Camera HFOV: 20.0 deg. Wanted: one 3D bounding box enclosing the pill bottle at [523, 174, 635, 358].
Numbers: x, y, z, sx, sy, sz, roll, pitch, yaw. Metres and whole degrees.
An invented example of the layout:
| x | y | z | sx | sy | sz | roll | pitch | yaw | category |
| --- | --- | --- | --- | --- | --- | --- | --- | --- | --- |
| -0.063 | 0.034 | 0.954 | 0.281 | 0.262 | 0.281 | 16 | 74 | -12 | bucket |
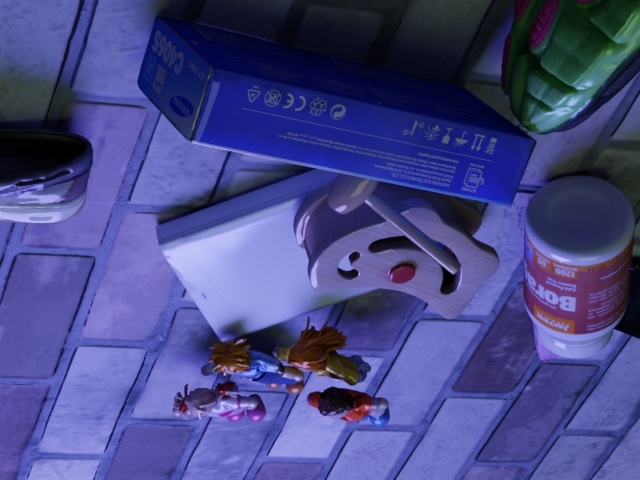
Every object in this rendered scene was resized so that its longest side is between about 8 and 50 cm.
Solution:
| x | y | z | sx | sy | sz | roll | pitch | yaw | category |
| --- | --- | --- | --- | --- | --- | --- | --- | --- | --- |
| 0.290 | 0.037 | 2.054 | 0.121 | 0.121 | 0.216 | -12 | 142 | -3 | pill bottle |

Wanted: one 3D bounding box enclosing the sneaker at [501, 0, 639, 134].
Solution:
| x | y | z | sx | sy | sz | roll | pitch | yaw | category |
| --- | --- | --- | --- | --- | --- | --- | --- | --- | --- |
| 0.355 | -0.247 | 1.671 | 0.202 | 0.185 | 0.483 | 24 | 130 | -33 | sneaker |

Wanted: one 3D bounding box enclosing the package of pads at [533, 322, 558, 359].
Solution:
| x | y | z | sx | sy | sz | roll | pitch | yaw | category |
| --- | --- | --- | --- | --- | --- | --- | --- | --- | --- |
| 0.286 | 0.109 | 2.216 | 0.050 | 0.032 | 0.083 | -14 | 142 | 2 | package of pads |

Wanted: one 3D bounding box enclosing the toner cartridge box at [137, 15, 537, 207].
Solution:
| x | y | z | sx | sy | sz | roll | pitch | yaw | category |
| --- | --- | --- | --- | --- | --- | --- | --- | --- | --- |
| 0.016 | -0.121 | 1.727 | 0.348 | 0.165 | 0.075 | 10 | 107 | -27 | toner cartridge box |

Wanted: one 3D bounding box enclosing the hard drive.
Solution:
| x | y | z | sx | sy | sz | roll | pitch | yaw | category |
| --- | --- | --- | --- | --- | --- | --- | --- | --- | --- |
| 0.000 | 0.000 | 1.986 | 0.308 | 0.040 | 0.203 | -19 | 142 | 7 | hard drive |

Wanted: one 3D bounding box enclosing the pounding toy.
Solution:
| x | y | z | sx | sy | sz | roll | pitch | yaw | category |
| --- | --- | --- | --- | --- | --- | --- | --- | --- | --- |
| 0.072 | 0.021 | 1.872 | 0.154 | 0.154 | 0.269 | -37 | 137 | 21 | pounding toy |

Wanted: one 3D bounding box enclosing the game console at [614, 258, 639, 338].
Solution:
| x | y | z | sx | sy | sz | roll | pitch | yaw | category |
| --- | --- | --- | --- | --- | --- | --- | --- | --- | --- |
| 0.411 | 0.060 | 2.211 | 0.107 | 0.071 | 0.122 | 21 | 137 | 4 | game console |

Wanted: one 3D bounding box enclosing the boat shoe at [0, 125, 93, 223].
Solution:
| x | y | z | sx | sy | sz | roll | pitch | yaw | category |
| --- | --- | --- | --- | --- | --- | --- | --- | --- | --- |
| -0.354 | -0.073 | 1.740 | 0.285 | 0.102 | 0.092 | 2 | 134 | -25 | boat shoe |

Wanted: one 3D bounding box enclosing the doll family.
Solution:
| x | y | z | sx | sy | sz | roll | pitch | yaw | category |
| --- | --- | --- | --- | --- | --- | --- | --- | --- | --- |
| -0.047 | 0.149 | 2.087 | 0.263 | 0.118 | 0.163 | -3 | 169 | 22 | doll family |
